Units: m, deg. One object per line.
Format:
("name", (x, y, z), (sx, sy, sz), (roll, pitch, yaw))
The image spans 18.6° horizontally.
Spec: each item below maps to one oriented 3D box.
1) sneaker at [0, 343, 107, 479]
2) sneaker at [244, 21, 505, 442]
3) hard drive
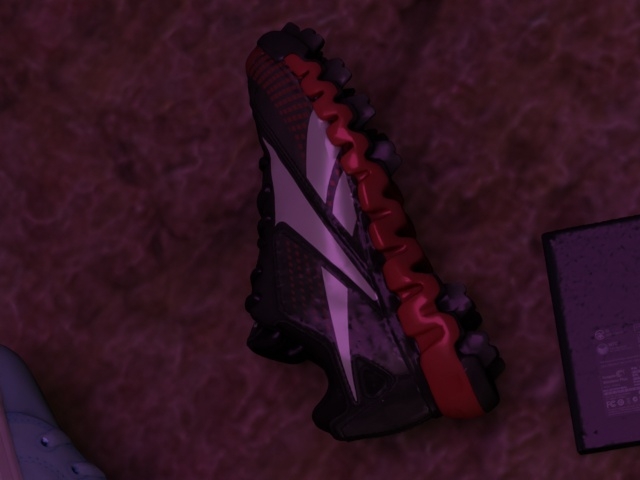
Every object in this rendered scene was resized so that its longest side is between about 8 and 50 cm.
("sneaker", (-0.107, 0.207, 1.155), (0.150, 0.135, 0.366), (-23, 73, -11))
("sneaker", (0.000, 0.000, 1.179), (0.135, 0.097, 0.276), (-26, 72, 5))
("hard drive", (0.187, 0.052, 1.156), (0.094, 0.022, 0.135), (-11, 74, 12))
